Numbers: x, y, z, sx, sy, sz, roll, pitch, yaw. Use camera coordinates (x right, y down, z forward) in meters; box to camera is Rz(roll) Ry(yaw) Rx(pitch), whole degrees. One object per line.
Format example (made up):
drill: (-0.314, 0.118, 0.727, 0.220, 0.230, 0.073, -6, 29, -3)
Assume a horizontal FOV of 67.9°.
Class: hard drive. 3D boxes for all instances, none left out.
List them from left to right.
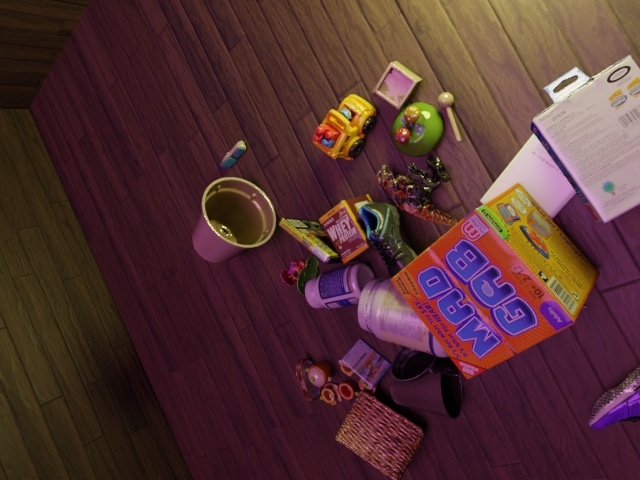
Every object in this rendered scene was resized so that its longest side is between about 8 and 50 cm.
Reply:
hard drive: (0.662, -0.178, 1.440, 0.203, 0.040, 0.308, 43, 123, 19)

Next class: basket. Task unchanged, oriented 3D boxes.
basket: (0.246, 0.781, 1.916, 0.299, 0.213, 0.223, 26, 76, 22)
basket: (0.384, 0.546, 1.757, 0.226, 0.154, 0.205, -16, 73, 42)

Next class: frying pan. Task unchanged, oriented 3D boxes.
frying pan: (0.390, 0.425, 1.693, 0.326, 0.197, 0.053, -20, 114, 46)

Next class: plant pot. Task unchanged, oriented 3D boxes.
plant pot: (-0.413, -0.059, 2.099, 0.305, 0.333, 0.334, -39, 78, 48)

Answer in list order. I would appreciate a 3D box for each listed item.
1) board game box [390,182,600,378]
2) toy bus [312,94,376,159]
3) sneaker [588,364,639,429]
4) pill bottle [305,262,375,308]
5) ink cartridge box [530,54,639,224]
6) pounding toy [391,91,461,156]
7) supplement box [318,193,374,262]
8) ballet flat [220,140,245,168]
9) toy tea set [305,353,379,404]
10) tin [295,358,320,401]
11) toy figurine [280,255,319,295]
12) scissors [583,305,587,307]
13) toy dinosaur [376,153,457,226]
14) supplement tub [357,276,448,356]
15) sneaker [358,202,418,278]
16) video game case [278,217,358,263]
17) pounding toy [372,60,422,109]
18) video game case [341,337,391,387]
board game box: (0.506, 0.107, 1.387, 0.357, 0.356, 0.356, 52, 131, 12)
toy bus: (0.068, -0.405, 1.705, 0.149, 0.211, 0.220, 42, 121, 22)
sneaker: (0.922, 0.486, 1.382, 0.146, 0.102, 0.294, 41, 122, 19)
pill bottle: (0.076, 0.188, 1.884, 0.264, 0.153, 0.153, -17, 91, 37)
ink cartridge box: (0.747, -0.280, 1.249, 0.269, 0.151, 0.396, -34, 82, 19)
pounding toy: (0.323, -0.383, 1.568, 0.236, 0.110, 0.183, -12, 82, 34)
supplement box: (0.133, -0.046, 1.757, 0.129, 0.194, 0.192, -36, 80, 36)
ballet flat: (-0.392, -0.388, 2.148, 0.168, 0.057, 0.053, -33, 54, 33)
toy tea set: (0.082, 0.593, 1.999, 0.335, 0.124, 0.200, -27, 85, 37)
tin: (-0.052, 0.619, 2.116, 0.040, 0.106, 0.190, -17, 93, 29)
toy figurine: (-0.100, 0.139, 2.037, 0.159, 0.130, 0.173, 9, 85, 43)
scissors: (0.683, 0.156, 1.521, 0.296, 0.021, 0.109, 1, 101, 37)
toy dinosaur: (0.338, -0.168, 1.640, 0.321, 0.164, 0.219, 28, 133, 7)
supplement tub: (0.319, 0.258, 1.675, 0.324, 0.235, 0.236, 10, 107, 34)
sneaker: (0.224, 0.023, 1.617, 0.125, 0.139, 0.341, -44, 56, 41)
video game case: (0.000, 0.000, 1.816, 0.248, 0.274, 0.035, 39, 106, 22)
pounding toy: (0.251, -0.525, 1.627, 0.130, 0.100, 0.141, 38, 124, 6)
video game case: (0.185, 0.492, 1.918, 0.166, 0.119, 0.015, 37, 163, 23)
